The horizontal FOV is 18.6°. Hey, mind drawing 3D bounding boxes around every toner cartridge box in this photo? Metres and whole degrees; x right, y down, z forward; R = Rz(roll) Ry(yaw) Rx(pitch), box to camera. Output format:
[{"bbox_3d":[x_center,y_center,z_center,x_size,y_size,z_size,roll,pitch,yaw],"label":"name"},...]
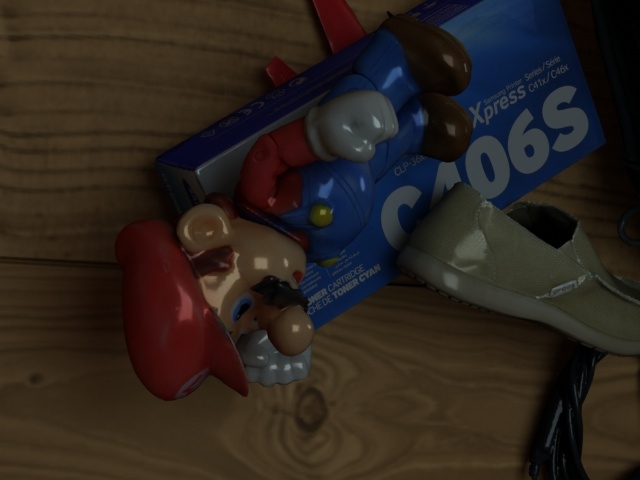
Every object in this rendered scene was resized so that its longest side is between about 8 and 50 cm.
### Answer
[{"bbox_3d":[0.055,-0.070,1.529,0.347,0.075,0.165,-32,113,-23],"label":"toner cartridge box"}]

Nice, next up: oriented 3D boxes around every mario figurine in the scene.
[{"bbox_3d":[0.000,0.000,1.367,0.320,0.170,0.198,-45,120,-18],"label":"mario figurine"}]

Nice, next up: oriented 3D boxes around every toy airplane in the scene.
[{"bbox_3d":[0.012,-0.136,1.556,0.151,0.028,0.151,1,88,-26],"label":"toy airplane"}]

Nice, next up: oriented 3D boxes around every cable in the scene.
[{"bbox_3d":[0.258,0.151,1.644,0.150,0.047,0.185,25,76,-20],"label":"cable"}]

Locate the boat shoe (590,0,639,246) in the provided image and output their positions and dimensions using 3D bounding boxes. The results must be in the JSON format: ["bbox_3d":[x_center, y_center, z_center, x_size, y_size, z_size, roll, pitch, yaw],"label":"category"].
[{"bbox_3d":[0.325,-0.056,1.581,0.156,0.186,0.500,-29,109,-44],"label":"boat shoe"}]

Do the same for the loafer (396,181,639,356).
[{"bbox_3d":[0.183,0.022,1.530,0.268,0.102,0.092,15,101,-38],"label":"loafer"}]
